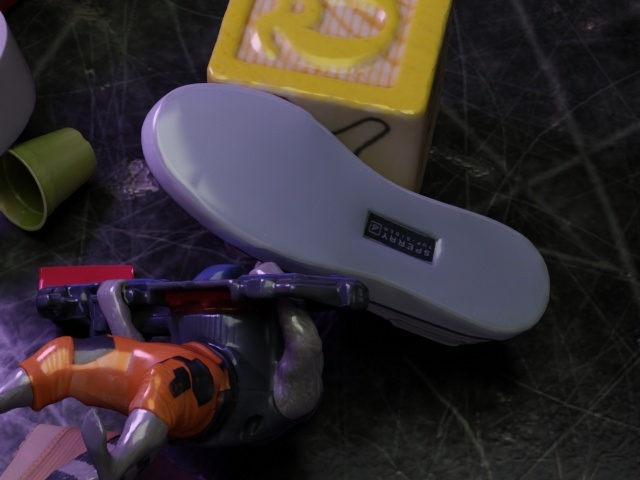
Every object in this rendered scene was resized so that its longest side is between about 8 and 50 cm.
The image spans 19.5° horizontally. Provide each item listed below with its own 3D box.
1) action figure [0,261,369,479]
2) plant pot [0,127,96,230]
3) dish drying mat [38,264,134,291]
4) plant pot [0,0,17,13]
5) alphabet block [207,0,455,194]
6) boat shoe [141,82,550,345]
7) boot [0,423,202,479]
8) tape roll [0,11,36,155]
[{"bbox_3d":[-0.137,0.115,1.474,0.330,0.341,0.178,-9,95,-45],"label":"action figure"},{"bbox_3d":[-0.245,-0.063,1.670,0.083,0.083,0.079,39,49,22],"label":"plant pot"},{"bbox_3d":[-0.206,0.037,1.638,0.083,0.008,0.032,-1,56,-5],"label":"dish drying mat"},{"bbox_3d":[-0.372,-0.356,1.767,0.267,0.267,0.236,22,69,12],"label":"plant pot"},{"bbox_3d":[0.010,-0.135,1.655,0.192,0.197,0.193,10,55,4],"label":"alphabet block"},{"bbox_3d":[0.004,-0.007,1.570,0.367,0.156,0.136,23,65,-16],"label":"boat shoe"},{"bbox_3d":[-0.175,0.258,1.434,0.207,0.090,0.248,19,53,12],"label":"boot"},{"bbox_3d":[-0.367,-0.125,1.657,0.219,0.072,0.219,-13,41,11],"label":"tape roll"}]
